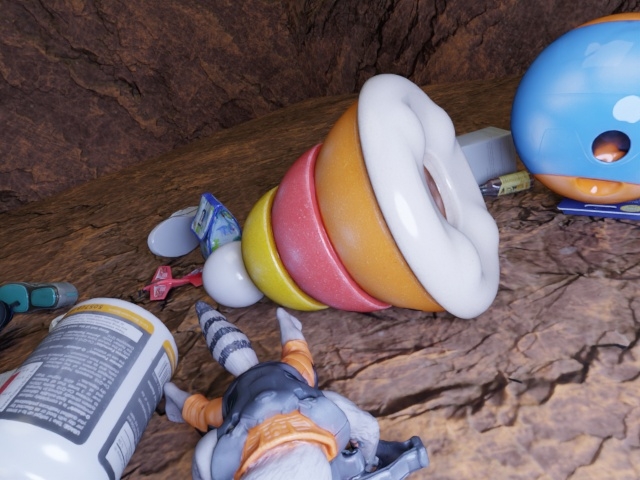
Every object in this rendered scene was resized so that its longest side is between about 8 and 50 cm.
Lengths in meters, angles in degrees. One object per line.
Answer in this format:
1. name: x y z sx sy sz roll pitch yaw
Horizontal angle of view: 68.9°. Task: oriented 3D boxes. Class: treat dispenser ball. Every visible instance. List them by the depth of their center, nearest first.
1. treat dispenser ball: 0.456 -0.202 0.738 0.289 0.287 0.288 -13 24 6

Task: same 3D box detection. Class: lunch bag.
1. lunch bag: -0.215 -0.017 0.980 0.097 0.151 0.129 -14 22 -22

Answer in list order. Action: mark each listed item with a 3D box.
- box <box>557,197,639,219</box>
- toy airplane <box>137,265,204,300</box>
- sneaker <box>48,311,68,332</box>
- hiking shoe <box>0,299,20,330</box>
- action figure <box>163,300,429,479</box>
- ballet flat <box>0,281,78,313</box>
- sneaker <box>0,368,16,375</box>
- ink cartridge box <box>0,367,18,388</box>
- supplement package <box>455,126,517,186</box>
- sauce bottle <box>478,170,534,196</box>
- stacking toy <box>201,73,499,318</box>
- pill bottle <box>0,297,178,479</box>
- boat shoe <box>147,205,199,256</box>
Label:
1. box: 0.533 -0.087 0.835 0.225 0.036 0.137 -33 29 -35
2. toy airplane: -0.305 0.085 0.970 0.151 0.028 0.151 -12 26 6
3. sneaker: -0.415 0.155 0.803 0.229 0.092 0.087 10 36 46
4. hiking shoe: -0.739 0.215 0.892 0.304 0.113 0.132 -30 -3 -18
5. action figure: -0.096 0.187 0.448 0.342 0.178 0.330 -20 14 -19
6. ballet flat: -0.632 0.127 1.050 0.214 0.072 0.068 -3 -1 25
7. sneaker: -0.432 0.216 0.685 0.226 0.087 0.092 -18 23 -8
8. ink cartridge box: -0.430 0.244 0.595 0.180 0.104 0.060 -25 20 -19
9. supplement package: 0.345 -0.186 1.084 0.180 0.105 0.105 -16 24 -5
10. sauce bottle: 0.381 -0.115 0.985 0.128 0.042 0.042 -14 24 7
11. stacking toy: 0.000 0.000 0.742 0.480 0.350 0.350 -23 17 31
12. pill bottle: -0.281 0.205 0.514 0.162 0.162 0.278 -9 29 14
13. boat shoe: -0.348 -0.033 1.179 0.088 0.096 0.267 -7 24 28
